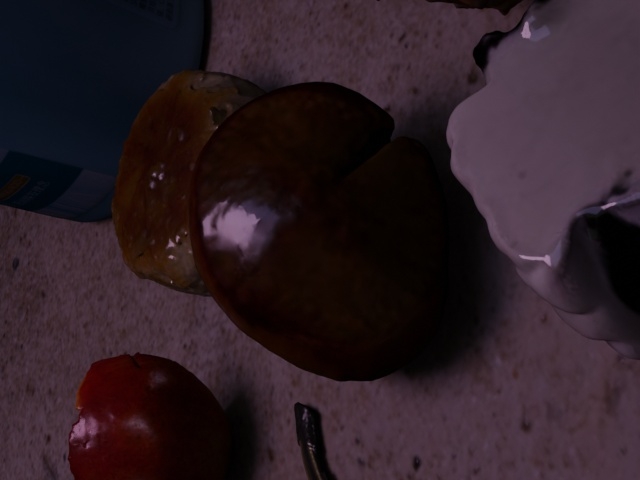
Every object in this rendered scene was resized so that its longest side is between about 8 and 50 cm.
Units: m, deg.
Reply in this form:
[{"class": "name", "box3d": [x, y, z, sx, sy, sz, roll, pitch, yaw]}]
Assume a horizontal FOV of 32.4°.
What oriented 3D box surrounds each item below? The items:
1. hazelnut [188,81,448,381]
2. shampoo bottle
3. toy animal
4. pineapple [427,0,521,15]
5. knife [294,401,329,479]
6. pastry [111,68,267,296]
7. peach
[{"class": "hazelnut", "box3d": [0.000, 0.000, 0.743, 0.178, 0.178, 0.204, -45, 77, 34]}, {"class": "shampoo bottle", "box3d": [-0.338, -0.208, 1.096, 0.331, 0.342, 0.331, -21, 62, 47]}, {"class": "toy animal", "box3d": [0.183, -0.051, 0.528, 0.208, 0.156, 0.204, -42, 42, 13]}, {"class": "pineapple", "box3d": [0.049, -0.260, 0.800, 0.364, 0.165, 0.165, 39, 109, 59]}, {"class": "knife", "box3d": [0.011, 0.205, 0.765, 0.045, 0.021, 0.222, -45, 46, 37]}, {"class": "pastry", "box3d": [-0.107, -0.050, 0.949, 0.182, 0.093, 0.192, 1, 78, 50]}, {"class": "peach", "box3d": [-0.133, 0.162, 0.866, 0.118, 0.151, 0.151, 159, 121, -70]}]
